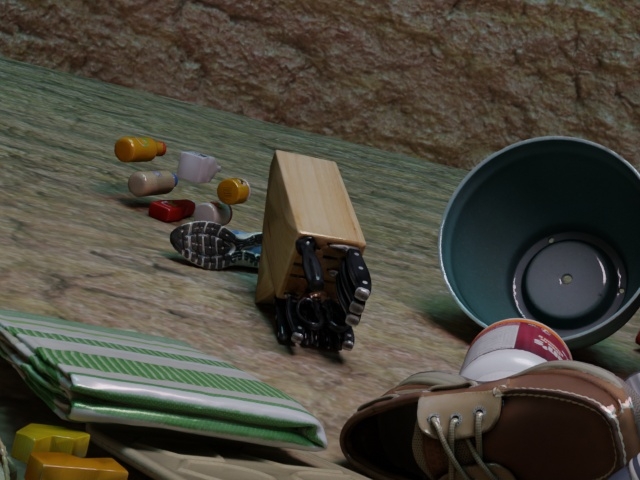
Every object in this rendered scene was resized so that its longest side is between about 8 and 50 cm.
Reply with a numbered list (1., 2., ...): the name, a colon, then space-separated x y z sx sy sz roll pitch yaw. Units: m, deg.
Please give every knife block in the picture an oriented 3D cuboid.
1. knife block: 0.000 0.000 1.455 0.088 0.276 0.242 11 -16 -17

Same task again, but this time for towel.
1. towel: -0.164 0.118 1.069 0.247 0.038 0.324 13 1 -31

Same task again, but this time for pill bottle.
1. pill bottle: 0.196 0.160 1.230 0.121 0.121 0.221 17 13 9

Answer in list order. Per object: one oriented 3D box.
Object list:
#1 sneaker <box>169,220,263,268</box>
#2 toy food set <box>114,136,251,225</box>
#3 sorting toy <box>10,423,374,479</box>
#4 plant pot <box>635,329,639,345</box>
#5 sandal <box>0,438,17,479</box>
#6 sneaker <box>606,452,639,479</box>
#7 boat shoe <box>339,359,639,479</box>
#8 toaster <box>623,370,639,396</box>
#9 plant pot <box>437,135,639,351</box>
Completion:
1. sneaker: -0.139 0.011 1.675 0.162 0.064 0.073 11 -5 -34
2. toy food set: -0.200 -0.086 1.857 0.232 0.111 0.104 17 13 23
3. sorting toy: -0.091 0.179 0.915 0.307 0.041 0.229 12 2 -31
4. plant pot: 0.675 0.097 1.784 0.235 0.267 0.267 38 24 34
5. sandal: -0.238 0.160 0.834 0.088 0.079 0.240 8 14 -27
6. sneaker: 0.283 0.253 0.929 0.321 0.127 0.126 35 20 -41
7. boat shoe: 0.134 0.172 1.011 0.116 0.123 0.324 -13 -2 -34
8. toaster: 0.371 0.214 1.184 0.226 0.129 0.146 16 15 0
9. plant pot: 0.328 0.031 1.674 0.293 0.293 0.196 22 -13 28
